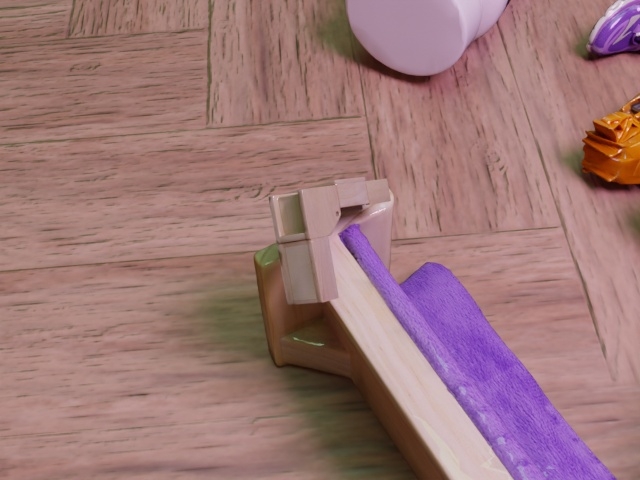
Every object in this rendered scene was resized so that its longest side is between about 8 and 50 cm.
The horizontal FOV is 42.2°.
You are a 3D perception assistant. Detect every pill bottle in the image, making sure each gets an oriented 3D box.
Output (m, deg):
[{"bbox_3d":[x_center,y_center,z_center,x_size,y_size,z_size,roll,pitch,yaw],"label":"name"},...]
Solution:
[{"bbox_3d":[0.149,-0.318,0.910,0.161,0.161,0.283,22,57,18],"label":"pill bottle"}]

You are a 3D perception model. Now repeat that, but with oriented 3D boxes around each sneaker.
[{"bbox_3d":[0.371,-0.227,0.891,0.170,0.068,0.071,-13,58,-8],"label":"sneaker"}]

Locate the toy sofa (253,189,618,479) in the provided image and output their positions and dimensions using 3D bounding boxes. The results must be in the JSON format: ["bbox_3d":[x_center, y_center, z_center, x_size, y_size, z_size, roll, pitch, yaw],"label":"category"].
[{"bbox_3d":[0.112,0.131,0.570,0.177,0.150,0.362,-25,55,-15],"label":"toy sofa"}]

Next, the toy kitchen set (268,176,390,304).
[{"bbox_3d":[0.000,0.000,0.571,0.083,0.075,0.068,-11,1,-44],"label":"toy kitchen set"}]

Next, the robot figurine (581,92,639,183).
[{"bbox_3d":[0.405,-0.109,0.768,0.291,0.085,0.211,-26,43,-14],"label":"robot figurine"}]
